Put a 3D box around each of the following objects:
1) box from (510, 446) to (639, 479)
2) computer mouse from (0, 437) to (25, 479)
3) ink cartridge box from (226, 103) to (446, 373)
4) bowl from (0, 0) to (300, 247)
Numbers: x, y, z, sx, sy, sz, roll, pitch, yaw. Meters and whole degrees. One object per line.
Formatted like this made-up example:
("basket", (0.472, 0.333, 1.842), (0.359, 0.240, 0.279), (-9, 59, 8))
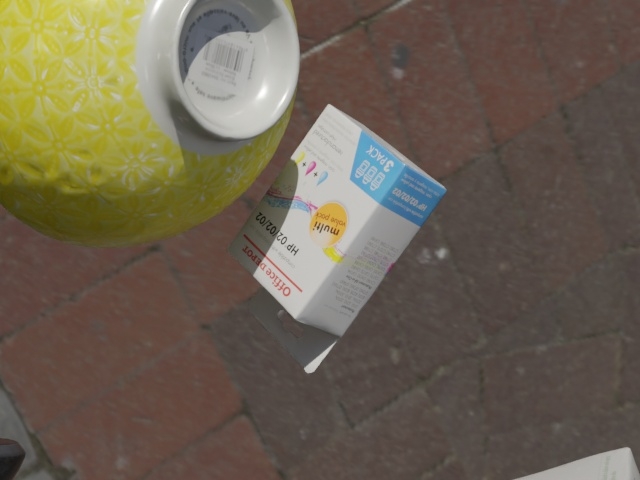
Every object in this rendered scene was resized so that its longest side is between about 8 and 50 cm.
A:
("box", (0.135, 0.178, 0.722), (0.102, 0.101, 0.087), (-21, 91, 16))
("computer mouse", (-0.382, 0.206, 1.171), (0.188, 0.272, 0.072), (13, 79, -63))
("ink cartridge box", (0.000, 0.000, 1.027), (0.061, 0.104, 0.181), (26, 102, -47))
("bowl", (-0.108, -0.131, 0.952), (0.289, 0.156, 0.289), (-8, 101, -44))
